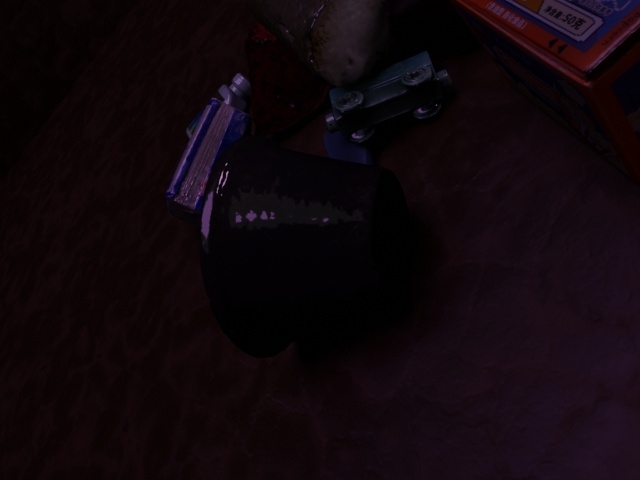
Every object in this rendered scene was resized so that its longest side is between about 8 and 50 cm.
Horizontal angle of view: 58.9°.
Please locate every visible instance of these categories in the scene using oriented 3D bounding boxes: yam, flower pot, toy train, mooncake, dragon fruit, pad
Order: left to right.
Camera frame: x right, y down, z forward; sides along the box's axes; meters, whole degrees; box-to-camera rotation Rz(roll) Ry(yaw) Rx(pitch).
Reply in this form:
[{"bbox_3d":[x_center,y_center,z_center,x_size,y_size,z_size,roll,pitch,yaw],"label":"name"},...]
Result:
[{"bbox_3d":[-0.084,-0.466,1.340,0.302,0.240,0.331,-23,56,22],"label":"dragon fruit"},{"bbox_3d":[-0.008,-0.443,1.086,0.195,0.195,0.300,-46,51,12],"label":"yam"},{"bbox_3d":[0.000,0.000,0.926,0.250,0.379,0.380,-2,62,25],"label":"flower pot"},{"bbox_3d":[0.122,-0.285,1.096,0.248,0.101,0.159,-19,42,12],"label":"toy train"},{"bbox_3d":[0.137,-0.310,1.169,0.142,0.003,0.212,-16,51,15],"label":"pad"},{"bbox_3d":[0.229,-0.561,1.097,0.350,0.212,0.382,-34,45,47],"label":"mooncake"}]

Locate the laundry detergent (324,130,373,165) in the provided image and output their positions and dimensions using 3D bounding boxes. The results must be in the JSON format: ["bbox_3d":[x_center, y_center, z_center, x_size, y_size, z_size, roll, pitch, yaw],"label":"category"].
[{"bbox_3d":[0.064,-0.152,1.126,0.096,0.061,0.207,-21,50,14],"label":"laundry detergent"}]

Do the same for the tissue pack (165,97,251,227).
[{"bbox_3d":[-0.263,-0.174,1.369,0.209,0.137,0.270,134,158,-74],"label":"tissue pack"}]

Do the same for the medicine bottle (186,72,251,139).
[{"bbox_3d":[-0.274,-0.359,1.581,0.229,0.083,0.121,-47,38,10],"label":"medicine bottle"}]

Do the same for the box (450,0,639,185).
[{"bbox_3d":[0.407,-0.322,0.747,0.318,0.256,0.349,-41,42,16],"label":"box"}]
